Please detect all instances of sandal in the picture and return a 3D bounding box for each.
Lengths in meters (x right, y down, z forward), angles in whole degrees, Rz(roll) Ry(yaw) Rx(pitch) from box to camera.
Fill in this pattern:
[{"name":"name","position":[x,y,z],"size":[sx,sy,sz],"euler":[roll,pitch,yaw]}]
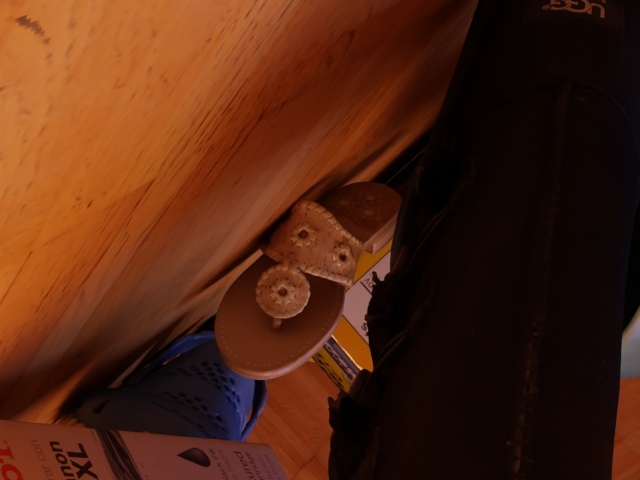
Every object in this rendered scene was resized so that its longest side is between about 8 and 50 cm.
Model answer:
[{"name":"sandal","position":[-0.103,0.127,0.849],"size":[0.138,0.126,0.317],"euler":[-52,-178,-7]},{"name":"sandal","position":[-0.006,-0.002,0.845],"size":[0.240,0.088,0.079],"euler":[-48,149,-48]}]

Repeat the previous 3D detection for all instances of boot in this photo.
[{"name":"boot","position":[0.079,0.104,0.602],"size":[0.445,0.146,0.367],"euler":[-73,169,-45]}]

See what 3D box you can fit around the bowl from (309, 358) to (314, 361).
[{"name":"bowl","position":[0.074,0.058,1.369],"size":[0.289,0.156,0.289],"euler":[-43,176,-4]}]

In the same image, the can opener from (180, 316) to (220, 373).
[{"name":"can opener","position":[-0.079,0.101,1.070],"size":[0.073,0.059,0.186],"euler":[-45,174,15]}]

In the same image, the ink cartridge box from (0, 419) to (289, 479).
[{"name":"ink cartridge box","position":[-0.091,0.188,0.566],"size":[0.100,0.172,0.237],"euler":[-46,146,19]}]

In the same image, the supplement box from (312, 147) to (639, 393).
[{"name":"supplement box","position":[0.147,0.014,1.148],"size":[0.356,0.194,0.195],"euler":[-42,-172,-11]}]

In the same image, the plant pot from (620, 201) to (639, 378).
[{"name":"plant pot","position":[0.268,-0.025,0.941],"size":[0.235,0.293,0.293],"euler":[4,148,-27]}]
